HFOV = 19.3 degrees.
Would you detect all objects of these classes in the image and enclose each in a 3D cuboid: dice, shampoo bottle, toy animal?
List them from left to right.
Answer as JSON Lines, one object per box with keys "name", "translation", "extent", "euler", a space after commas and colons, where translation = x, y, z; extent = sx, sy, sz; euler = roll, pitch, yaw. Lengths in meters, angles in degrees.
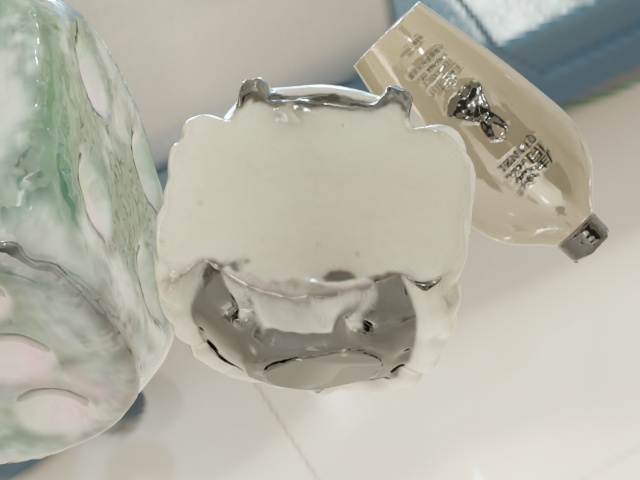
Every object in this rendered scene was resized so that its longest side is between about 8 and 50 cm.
{"name": "dice", "translation": [-0.331, -0.007, 1.715], "extent": [0.330, 0.328, 0.348], "euler": [-16, 51, 9]}
{"name": "toy animal", "translation": [0.000, 0.000, 1.281], "extent": [0.208, 0.156, 0.204], "euler": [3, 67, 6]}
{"name": "shampoo bottle", "translation": [0.144, -0.083, 1.591], "extent": [0.257, 0.078, 0.127], "euler": [45, 79, -4]}
